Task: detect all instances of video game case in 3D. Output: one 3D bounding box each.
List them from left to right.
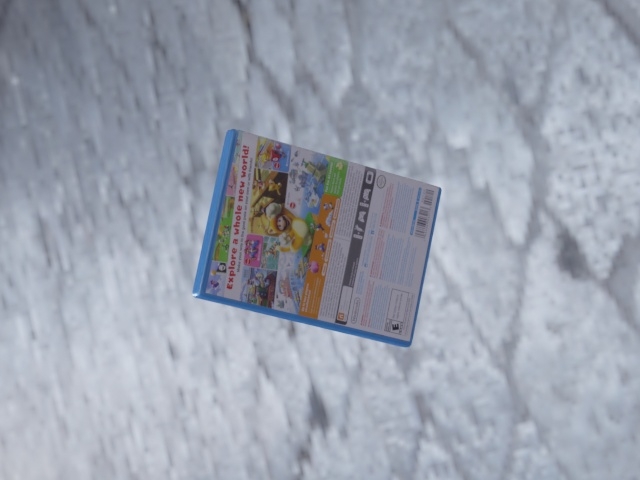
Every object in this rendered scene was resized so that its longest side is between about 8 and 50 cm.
[{"bbox_3d":[0.000,0.000,1.171,0.015,0.166,0.119,-4,73,66],"label":"video game case"}]
